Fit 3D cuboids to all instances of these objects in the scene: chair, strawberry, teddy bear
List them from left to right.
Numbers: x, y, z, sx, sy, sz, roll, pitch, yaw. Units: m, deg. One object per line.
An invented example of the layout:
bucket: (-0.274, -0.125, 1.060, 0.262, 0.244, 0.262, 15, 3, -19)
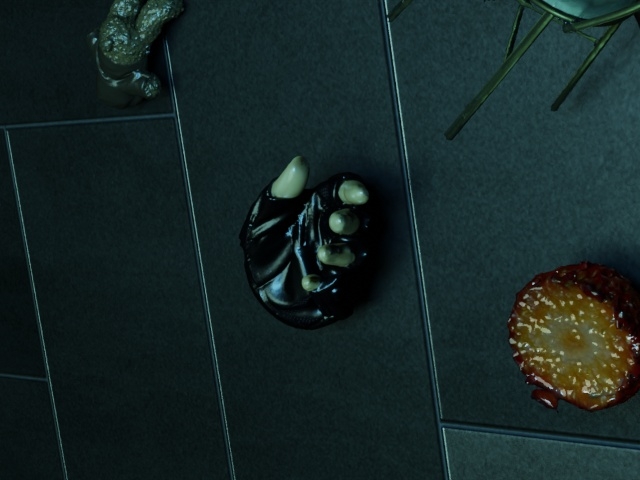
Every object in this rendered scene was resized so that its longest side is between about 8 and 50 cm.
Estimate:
teddy bear: (-0.218, -0.215, 1.839, 0.119, 0.078, 0.160, 39, 125, 26)
chair: (0.205, -0.221, 1.322, 0.170, 0.160, 0.325, 63, 145, 16)
strawberry: (0.238, 0.082, 1.471, 0.145, 0.086, 0.145, 17, 115, 42)

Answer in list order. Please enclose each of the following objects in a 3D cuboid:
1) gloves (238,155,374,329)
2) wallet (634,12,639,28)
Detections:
gloves: (0.000, 0.000, 1.655, 0.203, 0.124, 0.164, -33, 94, 45)
wallet: (0.343, -0.159, 1.324, 0.182, 0.049, 0.229, -31, 78, 48)
